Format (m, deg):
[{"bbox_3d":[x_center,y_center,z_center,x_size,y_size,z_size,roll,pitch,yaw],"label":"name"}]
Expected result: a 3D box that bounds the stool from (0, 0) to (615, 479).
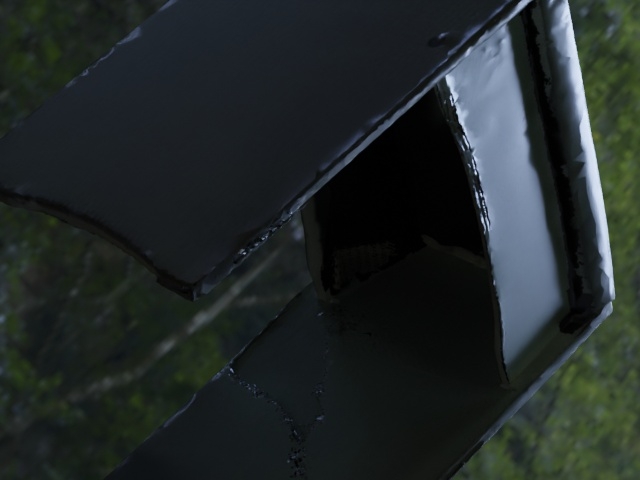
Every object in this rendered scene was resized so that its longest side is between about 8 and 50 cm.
[{"bbox_3d":[0.000,0.000,0.998,0.170,0.269,0.243,25,-34,37],"label":"stool"}]
